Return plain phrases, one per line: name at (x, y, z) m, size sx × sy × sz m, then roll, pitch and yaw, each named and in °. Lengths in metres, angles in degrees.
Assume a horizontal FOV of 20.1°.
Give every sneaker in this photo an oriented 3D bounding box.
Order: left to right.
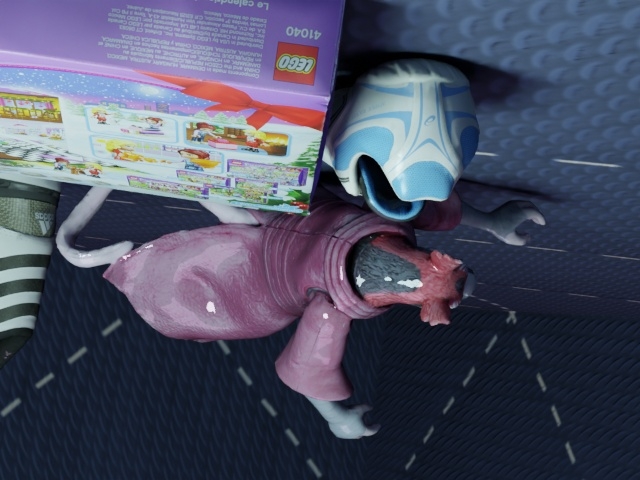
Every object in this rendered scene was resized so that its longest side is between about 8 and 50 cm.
sneaker at (-0.434, 0.016, 1.670) m, size 0.447 × 0.257 × 0.169 m, roll 5°, pitch 175°, yaw 34°
sneaker at (0.034, -0.053, 1.070) m, size 0.085 × 0.086 × 0.237 m, roll 7°, pitch 177°, yaw -8°

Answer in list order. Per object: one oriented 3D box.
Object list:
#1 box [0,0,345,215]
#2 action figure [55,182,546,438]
box at (-0.140, -0.085, 0.930) m, size 0.293 × 0.057 × 0.201 m, roll 8°, pitch 165°, yaw -2°
action figure at (0.000, 0.000, 1.506) m, size 0.276 × 0.248 × 0.370 m, roll 40°, pitch 162°, yaw -25°
